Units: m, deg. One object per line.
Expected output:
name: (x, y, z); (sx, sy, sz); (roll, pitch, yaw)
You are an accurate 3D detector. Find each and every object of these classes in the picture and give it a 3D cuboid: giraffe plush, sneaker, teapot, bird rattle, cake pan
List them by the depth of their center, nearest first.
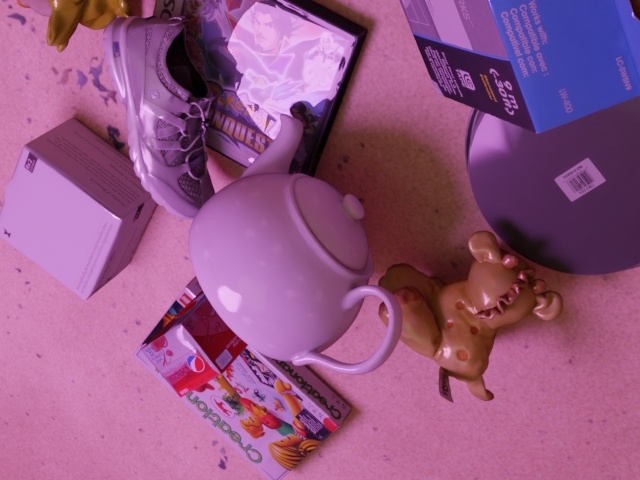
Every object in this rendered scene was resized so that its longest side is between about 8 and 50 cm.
cake pan: (0.299, -0.082, 1.204); (0.293, 0.054, 0.293); (13, 122, 21)
teapot: (-0.021, 0.014, 1.277); (0.187, 0.252, 0.256); (-35, 109, 22)
giraffe plush: (0.188, 0.073, 1.280); (0.181, 0.210, 0.170); (28, 114, -30)
bird rattle: (-0.340, -0.374, 1.344); (0.207, 0.143, 0.254); (15, 121, 40)
sneaker: (-0.184, -0.154, 1.347); (0.115, 0.105, 0.281); (-6, 117, 24)

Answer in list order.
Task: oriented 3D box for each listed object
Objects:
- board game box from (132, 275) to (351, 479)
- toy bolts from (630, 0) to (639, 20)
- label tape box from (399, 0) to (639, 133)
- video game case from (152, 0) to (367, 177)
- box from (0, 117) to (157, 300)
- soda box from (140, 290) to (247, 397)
board game box: (-0.123, 0.213, 1.593); (0.305, 0.053, 0.193); (42, 128, 2)
toy bolts: (0.371, -0.307, 0.943); (0.218, 0.158, 0.229); (2, 100, -9)
label tape box: (0.181, -0.238, 1.006); (0.241, 0.106, 0.333); (64, 170, -25)
video game case: (-0.101, -0.220, 1.352); (0.275, 0.035, 0.248); (30, 126, 11)
box: (-0.352, -0.046, 1.531); (0.182, 0.119, 0.181); (37, 128, 6)
soda box: (-0.118, 0.091, 1.390); (0.092, 0.263, 0.083); (-33, 98, 37)
